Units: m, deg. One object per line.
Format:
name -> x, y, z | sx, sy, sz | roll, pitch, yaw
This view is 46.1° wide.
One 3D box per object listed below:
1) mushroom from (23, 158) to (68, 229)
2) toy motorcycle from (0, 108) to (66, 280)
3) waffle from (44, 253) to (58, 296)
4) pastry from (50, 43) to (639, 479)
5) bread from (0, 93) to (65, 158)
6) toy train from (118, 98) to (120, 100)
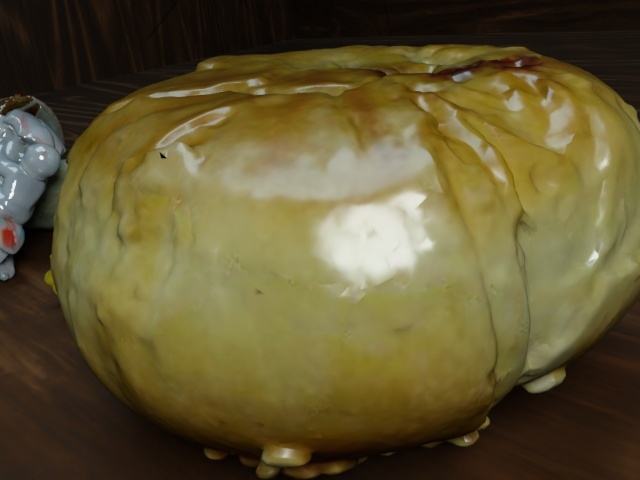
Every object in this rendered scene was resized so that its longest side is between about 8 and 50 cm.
mushroom -> -0.369, -0.074, 1.052 | 0.351, 0.122, 0.095 | 7, 13, 22
toy motorcycle -> -0.389, -0.073, 0.938 | 0.171, 0.110, 0.260 | -27, 47, 28
waffle -> -0.155, 0.004, 0.801 | 0.293, 0.069, 0.260 | -3, 26, 45
pastry -> 0.022, -0.001, 0.527 | 0.409, 0.245, 0.409 | -5, 23, 2
bread -> -0.553, -0.190, 1.389 | 0.073, 0.160, 0.160 | -8, 18, 29
toy train -> -0.267, -0.202, 1.385 | 0.194, 0.120, 0.298 | -6, 19, -17
